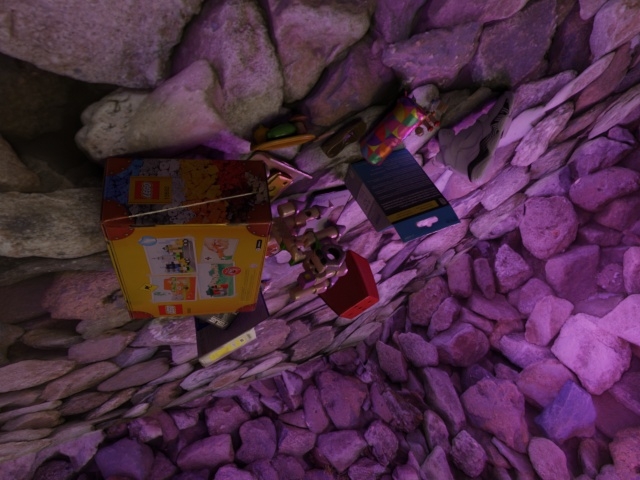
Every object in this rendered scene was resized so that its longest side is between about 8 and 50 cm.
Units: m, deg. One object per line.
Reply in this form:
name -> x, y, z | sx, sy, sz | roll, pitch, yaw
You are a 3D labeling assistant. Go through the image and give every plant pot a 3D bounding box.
plant pot -> 0.139, 0.238, 2.304 | 0.267, 0.236, 0.267 | -36, 156, 13

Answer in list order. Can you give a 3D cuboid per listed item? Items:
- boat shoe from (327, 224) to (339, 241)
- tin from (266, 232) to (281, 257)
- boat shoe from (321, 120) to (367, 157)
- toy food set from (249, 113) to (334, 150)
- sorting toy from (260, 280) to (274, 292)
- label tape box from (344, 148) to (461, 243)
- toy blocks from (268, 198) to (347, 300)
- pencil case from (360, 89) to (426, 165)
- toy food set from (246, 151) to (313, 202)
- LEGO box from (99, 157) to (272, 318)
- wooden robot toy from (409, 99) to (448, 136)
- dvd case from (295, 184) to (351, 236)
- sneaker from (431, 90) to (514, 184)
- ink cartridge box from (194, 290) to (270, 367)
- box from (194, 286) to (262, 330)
boat shoe -> 0.048, -0.028, 1.891 | 0.206, 0.064, 0.075 | 125, -13, -81
tin -> -0.197, 0.008, 1.730 | 0.106, 0.040, 0.190 | -28, 156, 4
boat shoe -> 0.071, -0.313, 1.413 | 0.153, 0.048, 0.056 | -41, 142, 7
toy food set -> -0.088, -0.291, 1.246 | 0.217, 0.071, 0.128 | -15, -175, -18
sorting toy -> -0.239, 0.200, 2.048 | 0.075, 0.045, 0.083 | -17, 153, -44
label tape box -> 0.275, -0.136, 1.600 | 0.249, 0.348, 0.115 | -19, 154, -23
toy blocks -> 0.000, 0.000, 1.545 | 0.259, 0.289, 0.309 | -20, 160, -30
pencil case -> 0.222, -0.344, 1.453 | 0.104, 0.104, 0.236 | 1, 139, -49
toy food set -> -0.188, -0.125, 1.413 | 0.306, 0.092, 0.219 | -40, 154, 22
LEGO box -> -0.348, 0.017, 1.266 | 0.372, 0.193, 0.500 | -1, 147, -15
wooden robot toy -> 0.351, -0.388, 1.547 | 0.173, 0.076, 0.079 | -37, 166, 15
dvd case -> 0.016, -0.111, 1.754 | 0.180, 0.022, 0.253 | -15, 152, -29
sneaker -> 0.553, -0.393, 1.690 | 0.366, 0.210, 0.137 | -65, 156, -7
ink cartridge box -> -0.348, 0.313, 1.848 | 0.307, 0.304, 0.072 | -27, 120, -3
box -> -0.373, 0.186, 1.675 | 0.216, 0.060, 0.270 | -49, 134, 1
